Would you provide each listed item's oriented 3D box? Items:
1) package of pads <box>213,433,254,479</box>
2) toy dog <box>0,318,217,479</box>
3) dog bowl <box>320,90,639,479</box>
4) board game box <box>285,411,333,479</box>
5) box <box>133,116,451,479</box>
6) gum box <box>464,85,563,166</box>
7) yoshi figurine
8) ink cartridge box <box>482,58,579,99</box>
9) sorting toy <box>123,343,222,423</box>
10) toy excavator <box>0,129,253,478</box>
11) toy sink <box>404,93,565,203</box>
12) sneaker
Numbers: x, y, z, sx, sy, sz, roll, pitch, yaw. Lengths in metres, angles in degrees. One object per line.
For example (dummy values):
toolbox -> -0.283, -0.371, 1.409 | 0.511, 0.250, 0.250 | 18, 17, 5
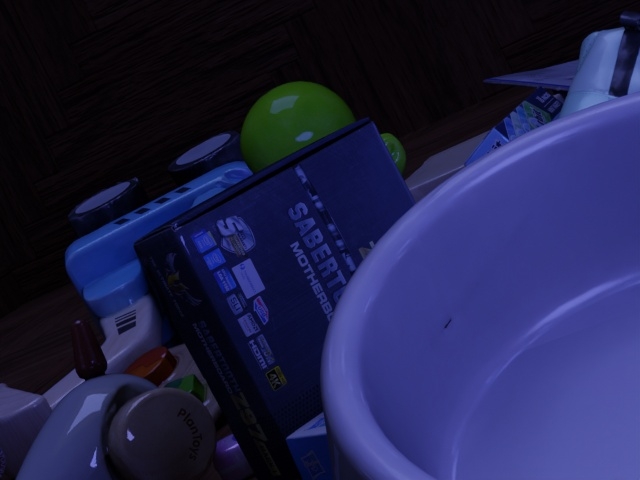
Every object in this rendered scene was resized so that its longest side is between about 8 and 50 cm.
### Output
package of pads -> -0.047, 0.165, 1.310 | 0.083, 0.032, 0.050 | -26, 11, 0
toy dog -> -0.239, 0.183, 1.280 | 0.334, 0.161, 0.220 | -31, -2, -45
dog bowl -> 0.158, 0.049, 0.670 | 0.349, 0.102, 0.348 | -17, 30, 10
board game box -> 0.186, 0.069, 0.957 | 0.308, 0.086, 0.302 | -31, 8, -37
box -> 0.010, 0.059, 1.061 | 0.183, 0.232, 0.059 | -30, 6, -37
gum box -> 0.210, -0.031, 1.231 | 0.041, 0.184, 0.157 | -52, -5, 26
yoshi figurine -> -0.015, -0.019, 1.456 | 0.203, 0.204, 0.362 | -57, 21, 26
ink cartridge box -> 0.361, -0.151, 1.532 | 0.307, 0.072, 0.304 | -18, 15, -19
sorting toy -> -0.121, 0.138, 1.601 | 0.307, 0.041, 0.229 | -21, 19, 37
toy excavator -> -0.202, 0.077, 1.910 | 0.433, 0.222, 0.445 | -28, 16, -3
toy sink -> 0.164, -0.017, 1.411 | 0.131, 0.152, 0.234 | -23, 8, 24
sneaker -> 0.291, -0.083, 1.109 | 0.256, 0.151, 0.094 | 9, -22, 8
